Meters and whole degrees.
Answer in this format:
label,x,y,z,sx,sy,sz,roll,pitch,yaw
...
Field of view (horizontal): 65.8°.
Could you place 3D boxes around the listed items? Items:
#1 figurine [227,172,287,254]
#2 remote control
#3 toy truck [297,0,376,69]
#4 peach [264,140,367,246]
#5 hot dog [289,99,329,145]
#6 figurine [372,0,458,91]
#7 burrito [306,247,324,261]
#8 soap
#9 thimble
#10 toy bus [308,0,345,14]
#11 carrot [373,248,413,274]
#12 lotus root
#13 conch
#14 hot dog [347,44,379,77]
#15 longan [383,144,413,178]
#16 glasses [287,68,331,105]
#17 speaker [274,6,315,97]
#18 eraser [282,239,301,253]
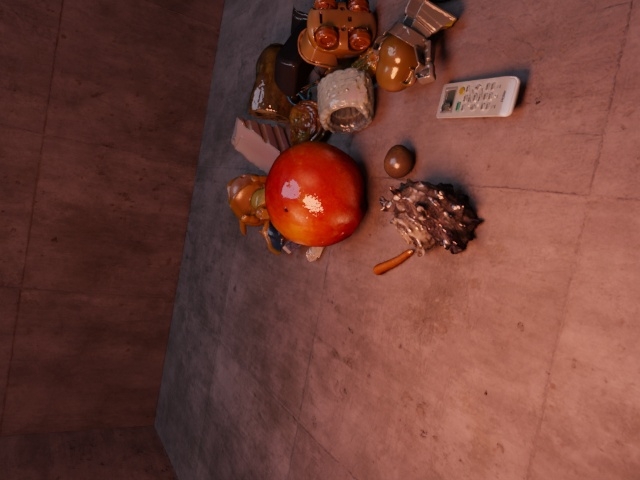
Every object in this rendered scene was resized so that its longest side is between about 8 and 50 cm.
label,x,y,z,sx,sy,sz,roll,pitch,yaw
figurine,-0.272,-0.143,2.258,0.387,0.267,0.402,5,91,57
remote control,0.433,-0.390,1.373,0.293,0.051,0.103,26,105,61
toy truck,0.064,-0.793,1.882,0.212,0.287,0.205,115,154,-72
peach,-0.010,-0.158,1.768,0.388,0.387,0.389,-20,66,55
hot dog,-0.065,-0.499,2.142,0.272,0.122,0.196,5,97,57
figurine,0.278,-0.609,1.568,0.285,0.166,0.343,-59,17,20
burrito,0.001,0.000,1.978,0.203,0.064,0.064,-62,36,25
soap,-0.279,-0.423,2.343,0.159,0.257,0.302,-55,41,35
thimble,0.093,-0.502,1.802,0.250,0.204,0.172,-20,66,57
toy bus,0.035,-1.000,2.105,0.184,0.106,0.090,-32,14,52
carrot,0.239,0.070,1.599,0.190,0.037,0.037,-33,56,47
lotus root,-0.206,-0.731,2.303,0.250,0.250,0.347,-2,81,58
conch,0.298,-0.053,1.407,0.312,0.186,0.241,16,124,41
hot dog,0.161,-0.638,1.858,0.269,0.072,0.115,-31,65,51
longan,0.250,-0.255,1.598,0.113,0.092,0.114,-176,90,-71
glasses,-0.040,-0.679,2.143,0.238,0.102,0.207,5,80,41
speaker,-0.111,-0.806,2.094,0.180,0.184,0.389,103,-170,-57
eraser,-0.077,-0.015,2.073,0.092,0.046,0.212,-52,11,-33
